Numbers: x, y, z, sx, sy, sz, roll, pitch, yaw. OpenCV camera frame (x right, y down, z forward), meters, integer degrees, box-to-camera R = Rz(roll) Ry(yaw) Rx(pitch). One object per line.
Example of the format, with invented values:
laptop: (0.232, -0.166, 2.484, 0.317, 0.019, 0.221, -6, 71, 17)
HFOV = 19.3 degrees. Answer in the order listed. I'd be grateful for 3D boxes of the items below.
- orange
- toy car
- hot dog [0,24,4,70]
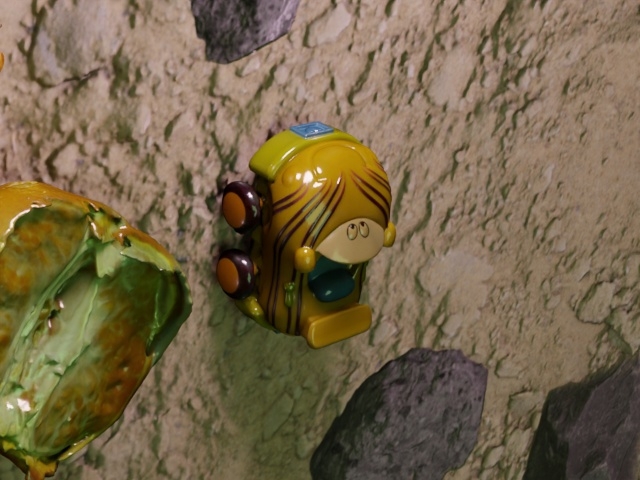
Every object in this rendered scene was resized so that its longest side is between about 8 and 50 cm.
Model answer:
orange: (-0.281, 0.071, 1.832, 0.335, 0.196, 0.262, 29, 105, -44)
toy car: (0.000, 0.000, 2.105, 0.200, 0.142, 0.247, -19, 126, -38)
hot dog: (-0.395, -0.143, 1.694, 0.269, 0.072, 0.109, -31, 128, -31)
